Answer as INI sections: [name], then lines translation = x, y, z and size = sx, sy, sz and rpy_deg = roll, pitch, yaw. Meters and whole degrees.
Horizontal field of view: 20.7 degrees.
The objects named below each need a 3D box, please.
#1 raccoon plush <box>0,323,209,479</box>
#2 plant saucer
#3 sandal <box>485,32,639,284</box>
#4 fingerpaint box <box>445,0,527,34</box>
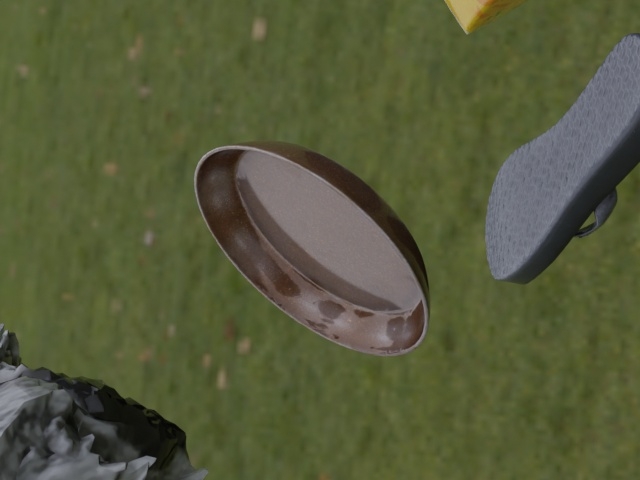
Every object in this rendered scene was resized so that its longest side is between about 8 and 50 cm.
[raccoon plush]
translation = -0.143, 0.241, 0.536
size = 0.216, 0.446, 0.299
rpy_deg = -7, 120, 47
[plant saucer]
translation = 0.000, 0.000, 1.035
size = 0.029, 0.168, 0.168
rpy_deg = -50, 1, -28
[sandal]
translation = 0.181, -0.041, 1.195
size = 0.254, 0.054, 0.097
rpy_deg = 130, 147, -55
[fingerpaint box]
translation = 0.286, -0.361, 1.230
size = 0.163, 0.445, 0.371
rpy_deg = 58, 165, 4
